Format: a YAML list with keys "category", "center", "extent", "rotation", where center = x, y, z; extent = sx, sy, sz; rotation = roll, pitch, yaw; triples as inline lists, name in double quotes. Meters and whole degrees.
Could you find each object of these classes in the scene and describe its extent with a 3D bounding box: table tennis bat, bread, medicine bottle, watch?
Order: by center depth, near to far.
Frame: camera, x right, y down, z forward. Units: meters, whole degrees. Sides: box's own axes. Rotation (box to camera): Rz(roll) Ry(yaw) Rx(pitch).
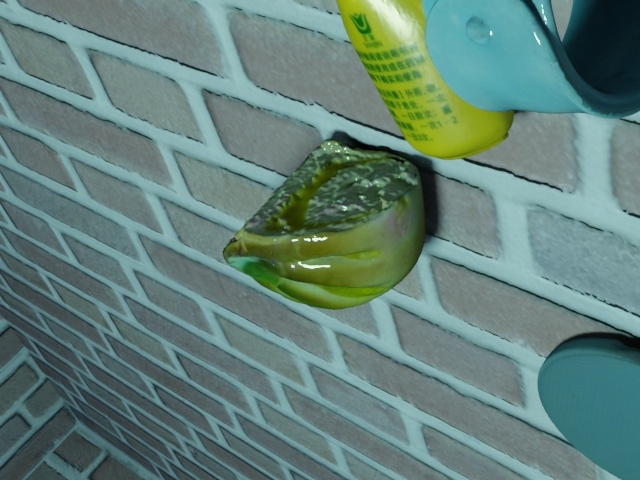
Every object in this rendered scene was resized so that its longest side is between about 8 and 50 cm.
- category: "watch"
  center: [0.136, -0.171, 0.550]
  extent: [0.211, 0.211, 0.193]
  rotation: [11, 154, 47]
- category: "medicine bottle"
  center: [0.046, -0.195, 0.732]
  extent: [0.111, 0.076, 0.309]
  rotation: [3, 134, 50]
- category: "table tennis bat"
  center: [0.322, 0.165, 0.923]
  extent: [0.215, 0.044, 0.329]
  rotation: [42, 156, 3]
- category: "bread"
  center: [0.010, 0.002, 0.994]
  extent: [0.156, 0.158, 0.260]
  rotation: [42, 156, -5]
